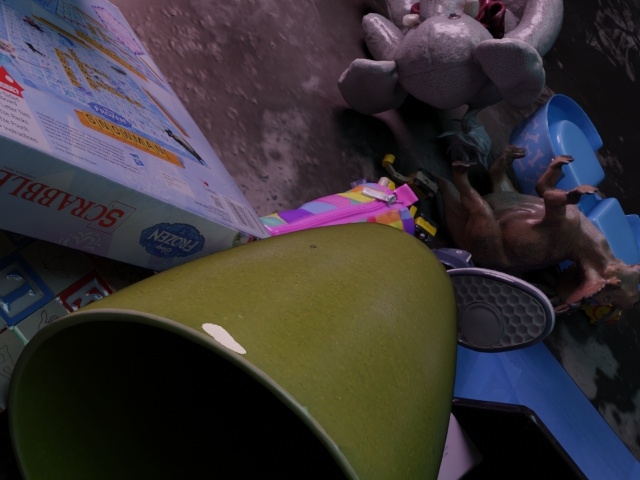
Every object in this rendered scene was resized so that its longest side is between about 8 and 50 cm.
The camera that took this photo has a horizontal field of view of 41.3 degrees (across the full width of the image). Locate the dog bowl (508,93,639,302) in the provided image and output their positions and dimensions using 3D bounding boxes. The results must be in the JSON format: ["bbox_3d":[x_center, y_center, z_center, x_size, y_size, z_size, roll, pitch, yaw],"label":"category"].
[{"bbox_3d":[0.351,-0.047,1.148,0.166,0.074,0.297,-31,94,-51],"label":"dog bowl"}]

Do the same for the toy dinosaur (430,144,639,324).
[{"bbox_3d":[0.248,-0.001,1.049,0.127,0.296,0.200,-32,129,-51],"label":"toy dinosaur"}]

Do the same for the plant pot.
[{"bbox_3d":[-0.016,0.103,0.618,0.274,0.275,0.293,52,38,-3],"label":"plant pot"}]

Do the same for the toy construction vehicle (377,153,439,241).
[{"bbox_3d":[0.107,-0.052,1.058,0.098,0.035,0.085,35,56,-17],"label":"toy construction vehicle"}]

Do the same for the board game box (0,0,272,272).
[{"bbox_3d":[-0.203,-0.121,0.632,0.318,0.066,0.319,55,13,25],"label":"board game box"}]

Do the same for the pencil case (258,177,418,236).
[{"bbox_3d":[0.000,0.000,0.869,0.236,0.104,0.104,-22,80,-47],"label":"pencil case"}]

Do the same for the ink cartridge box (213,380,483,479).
[{"bbox_3d":[0.005,0.166,0.760,0.223,0.045,0.224,-28,79,-35],"label":"ink cartridge box"}]

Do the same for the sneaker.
[{"bbox_3d":[0.161,0.056,0.900,0.163,0.226,0.086,-15,103,-51],"label":"sneaker"}]

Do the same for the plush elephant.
[{"bbox_3d":[0.165,-0.257,1.064,0.255,0.272,0.329,-4,90,-71],"label":"plush elephant"}]

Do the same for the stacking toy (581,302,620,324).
[{"bbox_3d":[0.373,-0.003,1.256,0.221,0.052,0.167,45,42,-10],"label":"stacking toy"}]

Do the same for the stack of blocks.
[{"bbox_3d":[-0.281,-0.024,0.627,0.297,0.087,0.171,52,41,-4],"label":"stack of blocks"}]

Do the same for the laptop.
[{"bbox_3d":[0.309,0.241,0.904,0.236,0.408,0.382,-40,94,-16],"label":"laptop"}]
